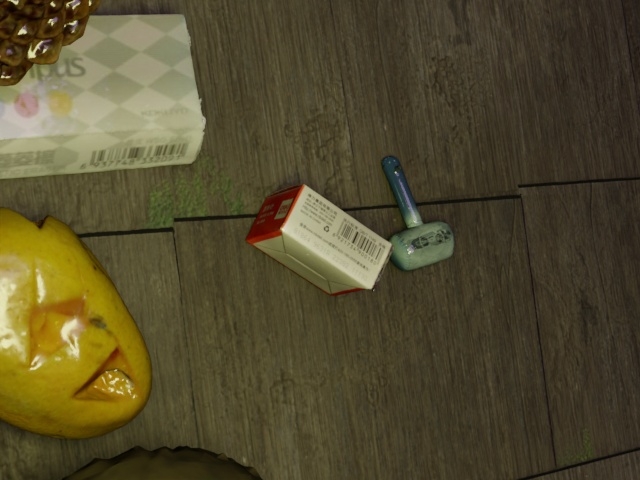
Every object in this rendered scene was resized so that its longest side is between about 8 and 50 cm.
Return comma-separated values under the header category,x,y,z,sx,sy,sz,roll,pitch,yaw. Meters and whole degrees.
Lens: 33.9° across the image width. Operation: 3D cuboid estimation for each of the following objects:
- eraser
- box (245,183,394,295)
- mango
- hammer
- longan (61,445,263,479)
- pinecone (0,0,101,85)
category,x,y,z,sx,sy,sz,roll,pitch,yaw
eraser,-0.365,-0.199,1.460,0.396,0.082,0.213,-9,86,-29
box,0.000,0.000,1.606,0.182,0.133,0.099,33,70,-19
mango,-0.369,0.116,1.375,0.365,0.182,0.253,47,61,-28
hammer,0.144,-0.049,1.735,0.116,0.069,0.194,-17,84,-29
longan,-0.194,0.431,1.301,0.391,0.391,0.391,4,82,-28
pinecone,-0.453,-0.386,1.256,0.384,0.384,0.385,4,82,-28
